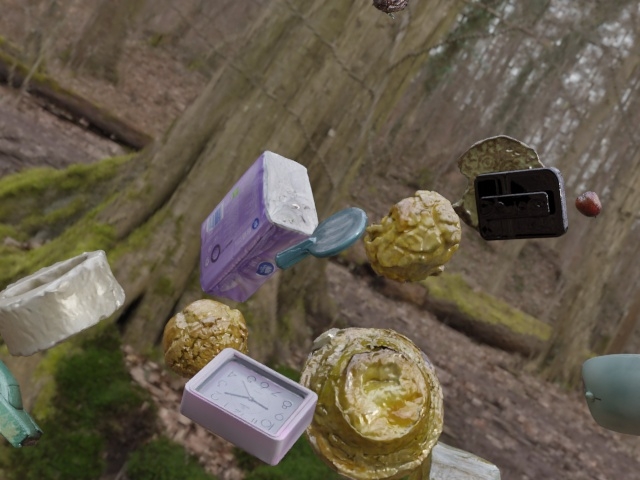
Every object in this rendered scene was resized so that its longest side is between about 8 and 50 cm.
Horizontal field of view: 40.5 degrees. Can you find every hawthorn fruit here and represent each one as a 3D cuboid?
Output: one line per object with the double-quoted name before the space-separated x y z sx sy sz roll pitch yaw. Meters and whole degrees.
"hawthorn fruit" 0.791 -0.105 2.559 0.077 0.077 0.077 30 -6 3

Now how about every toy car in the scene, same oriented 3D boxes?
"toy car" -0.672 0.278 1.721 0.321 0.097 0.141 47 -12 5

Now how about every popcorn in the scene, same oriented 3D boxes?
"popcorn" 0.231 -0.007 2.101 0.250 0.250 0.190 39 30 -57

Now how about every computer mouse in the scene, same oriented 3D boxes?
"computer mouse" 0.606 0.302 1.680 0.097 0.160 0.288 -13 -1 -32

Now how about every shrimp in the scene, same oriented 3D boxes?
"shrimp" 0.165 -0.560 2.025 0.074 0.073 0.190 38 20 3

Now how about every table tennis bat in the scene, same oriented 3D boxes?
"table tennis bat" 0.000 0.000 1.640 0.033 0.201 0.124 52 20 -27

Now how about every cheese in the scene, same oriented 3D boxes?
"cheese" -0.646 0.150 2.165 0.292 0.332 0.153 -4 -66 53

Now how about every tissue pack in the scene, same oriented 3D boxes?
"tissue pack" -0.161 -0.031 2.204 0.160 0.242 0.338 20 -45 -30

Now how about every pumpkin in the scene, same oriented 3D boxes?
"pumpkin" 0.296 0.645 2.006 0.199 0.332 0.332 19 -6 2

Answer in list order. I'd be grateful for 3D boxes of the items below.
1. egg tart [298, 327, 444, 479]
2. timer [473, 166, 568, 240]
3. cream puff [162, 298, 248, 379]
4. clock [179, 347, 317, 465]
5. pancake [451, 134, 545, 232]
"egg tart" 0.111 0.328 1.778 0.341 0.341 0.129 30 -20 -1
"timer" 0.407 -0.073 1.778 0.187 0.144 0.055 -4 5 37
"cream puff" -0.227 0.214 1.758 0.189 0.189 0.129 37 14 -48
"clock" -0.121 0.280 1.493 0.197 0.063 0.150 26 33 16
"pancake" 0.399 -0.117 1.934 0.211 0.235 0.029 13 20 7
